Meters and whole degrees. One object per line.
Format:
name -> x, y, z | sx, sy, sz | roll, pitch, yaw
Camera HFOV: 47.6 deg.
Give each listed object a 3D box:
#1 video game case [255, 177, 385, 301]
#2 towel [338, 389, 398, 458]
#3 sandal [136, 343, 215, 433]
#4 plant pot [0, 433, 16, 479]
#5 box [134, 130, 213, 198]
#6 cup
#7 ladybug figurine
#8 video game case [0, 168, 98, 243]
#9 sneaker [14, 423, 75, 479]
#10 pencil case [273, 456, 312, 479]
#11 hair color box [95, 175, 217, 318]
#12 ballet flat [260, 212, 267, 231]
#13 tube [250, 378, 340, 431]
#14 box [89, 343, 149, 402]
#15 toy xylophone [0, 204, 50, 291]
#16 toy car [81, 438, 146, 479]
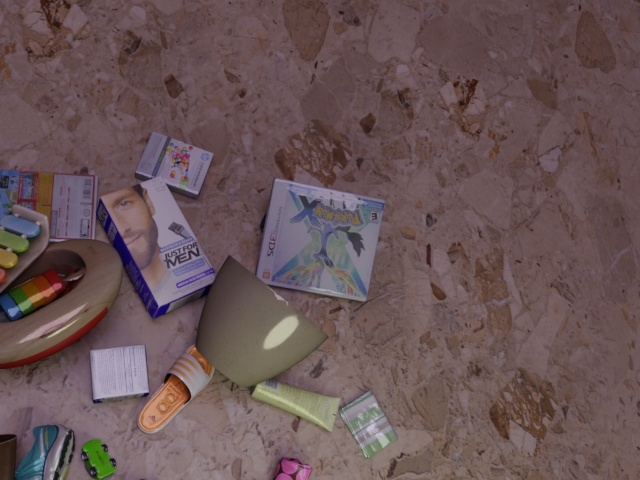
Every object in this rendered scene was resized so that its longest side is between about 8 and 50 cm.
video game case -> 0.000, 0.000, 2.058 | 0.329, 0.036, 0.300 | 11, 91, -12
towel -> 0.131, 0.497, 1.969 | 0.113, 0.023, 0.152 | -27, 79, -23
sandal -> -0.358, 0.376, 1.843 | 0.102, 0.076, 0.265 | 37, 63, 0
plant pot -> -0.770, 0.565, 1.595 | 0.215, 0.215, 0.230 | -7, 86, -19
box -> -0.418, -0.216, 2.084 | 0.186, 0.038, 0.145 | 21, 65, -9
cup -> -0.180, 0.230, 1.848 | 0.331, 0.331, 0.237 | 40, 84, 2
ladybug figurine -> -0.681, 0.165, 1.756 | 0.449, 0.162, 0.305 | -29, 48, -23
video game case -> -0.748, -0.089, 1.943 | 0.285, 0.025, 0.204 | 3, 69, -16
sneaker -> -0.659, 0.563, 1.685 | 0.110, 0.107, 0.275 | 7, 60, 6
pencil case -> -0.084, 0.648, 1.804 | 0.095, 0.098, 0.209 | 29, 63, -24
hair color box -> -0.437, 0.015, 1.939 | 0.185, 0.110, 0.339 | -25, 76, -31
ballet flat -> -0.072, -0.045, 2.101 | 0.203, 0.074, 0.074 | 10, 67, -10
tube -> -0.067, 0.425, 1.925 | 0.240, 0.062, 0.070 | 22, 105, -11
box -> -0.504, 0.334, 1.820 | 0.137, 0.072, 0.126 | -4, 70, -17
toy xylophone -> -0.803, 0.042, 1.719 | 0.236, 0.081, 0.323 | 11, 46, 15
toy car -> -0.499, 0.578, 1.721 | 0.239, 0.053, 0.225 | -16, 60, -43
